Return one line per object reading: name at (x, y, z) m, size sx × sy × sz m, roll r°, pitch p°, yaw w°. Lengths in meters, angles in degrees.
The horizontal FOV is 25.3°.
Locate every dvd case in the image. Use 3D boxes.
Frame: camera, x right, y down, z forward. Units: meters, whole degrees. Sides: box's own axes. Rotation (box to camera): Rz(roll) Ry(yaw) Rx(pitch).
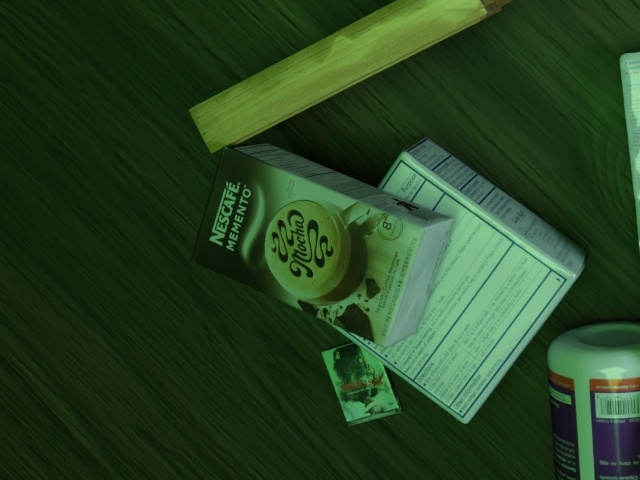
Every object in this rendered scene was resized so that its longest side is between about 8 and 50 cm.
dvd case at (0.061, 0.207, 2.099) m, size 0.087 × 0.013 × 0.120 m, roll -17°, pitch 98°, yaw 20°

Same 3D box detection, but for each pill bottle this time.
pill bottle at (0.404, 0.282, 1.919) m, size 0.181 × 0.181 × 0.323 m, roll -2°, pitch 103°, yaw 18°

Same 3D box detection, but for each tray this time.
tray at (0.044, -0.245, 1.896) m, size 0.410 × 0.203 × 0.076 m, roll -24°, pitch 95°, yaw 21°

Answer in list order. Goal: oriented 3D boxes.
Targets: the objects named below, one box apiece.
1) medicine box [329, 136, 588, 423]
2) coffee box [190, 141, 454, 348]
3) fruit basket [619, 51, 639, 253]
medicine box at (0.170, 0.050, 1.955) m, size 0.289 × 0.149 × 0.263 m, roll 36°, pitch 110°, yaw 7°
coffee box at (0.000, 0.000, 1.858) m, size 0.297 × 0.119 × 0.168 m, roll 23°, pitch 106°, yaw 21°
fruit basket at (0.563, -0.083, 1.823) m, size 0.327 × 0.165 × 0.353 m, roll -7°, pitch 85°, yaw 18°
